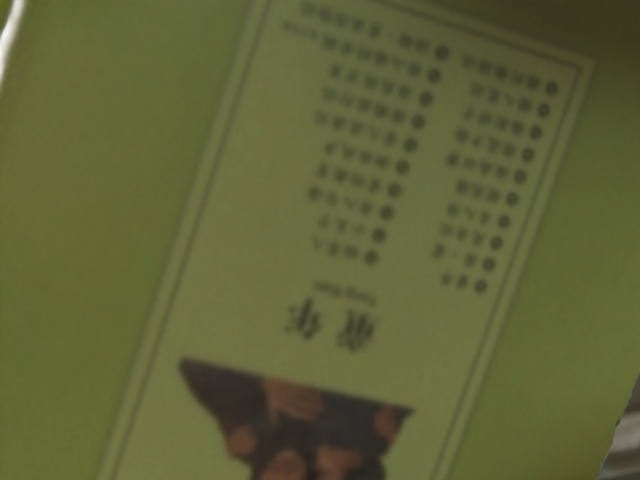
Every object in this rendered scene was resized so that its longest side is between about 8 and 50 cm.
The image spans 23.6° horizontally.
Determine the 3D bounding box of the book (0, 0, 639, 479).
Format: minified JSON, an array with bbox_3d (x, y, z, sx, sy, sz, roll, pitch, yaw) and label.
[{"bbox_3d":[0.000,0.000,0.466,0.035,0.239,0.352,40,112,63],"label":"book"}]
